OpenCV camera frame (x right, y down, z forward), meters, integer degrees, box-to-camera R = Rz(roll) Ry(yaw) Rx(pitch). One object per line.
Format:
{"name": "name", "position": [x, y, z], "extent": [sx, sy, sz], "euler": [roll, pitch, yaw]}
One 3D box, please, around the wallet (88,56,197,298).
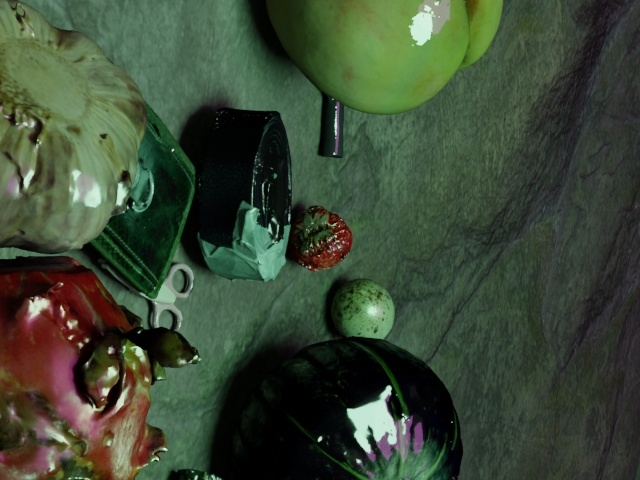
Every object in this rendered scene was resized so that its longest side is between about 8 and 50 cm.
{"name": "wallet", "position": [-0.194, -0.061, 1.321], "extent": [0.236, 0.055, 0.160], "euler": [52, 47, -53]}

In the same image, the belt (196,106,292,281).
{"name": "belt", "position": [-0.081, -0.046, 1.486], "extent": [0.151, 0.078, 0.198], "euler": [-56, 148, -64]}

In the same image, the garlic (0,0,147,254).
{"name": "garlic", "position": [-0.264, -0.089, 1.087], "extent": [0.245, 0.160, 0.245], "euler": [31, 40, -30]}

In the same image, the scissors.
{"name": "scissors", "position": [-0.184, 0.048, 1.412], "extent": [0.176, 0.022, 0.085], "euler": [39, 66, -61]}

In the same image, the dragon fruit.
{"name": "dragon fruit", "position": [-0.250, 0.158, 1.057], "extent": [0.269, 0.250, 0.291], "euler": [-1, 91, -18]}

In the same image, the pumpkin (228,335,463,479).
{"name": "pumpkin", "position": [0.014, 0.243, 1.635], "extent": [0.296, 0.296, 0.296], "euler": [-23, 117, -57]}

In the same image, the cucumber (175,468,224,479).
{"name": "cucumber", "position": [-0.176, 0.398, 1.475], "extent": [0.067, 0.067, 0.293], "euler": [47, 57, -55]}

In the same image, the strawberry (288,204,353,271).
{"name": "strawberry", "position": [0.000, 0.000, 1.679], "extent": [0.096, 0.083, 0.083], "euler": [15, 84, -68]}

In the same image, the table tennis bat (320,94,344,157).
{"name": "table tennis bat", "position": [0.021, -0.223, 1.707], "extent": [0.150, 0.027, 0.236], "euler": [-8, 103, -59]}

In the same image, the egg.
{"name": "egg", "position": [0.057, 0.100, 1.794], "extent": [0.110, 0.085, 0.085], "euler": [86, 27, -51]}

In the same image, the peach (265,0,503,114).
{"name": "peach", "position": [0.069, -0.297, 1.550], "extent": [0.292, 0.292, 0.247], "euler": [-68, -168, -23]}
